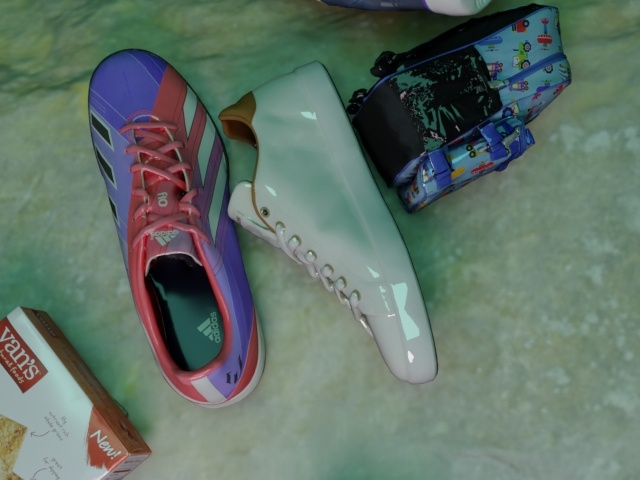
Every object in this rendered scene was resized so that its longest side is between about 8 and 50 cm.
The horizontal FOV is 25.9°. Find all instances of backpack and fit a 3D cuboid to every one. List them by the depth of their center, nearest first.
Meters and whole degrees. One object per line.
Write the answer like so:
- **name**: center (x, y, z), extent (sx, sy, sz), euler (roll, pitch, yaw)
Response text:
- **backpack**: center (0.125, -0.112, 1.118), extent (0.173, 0.158, 0.117), euler (-26, 86, -11)

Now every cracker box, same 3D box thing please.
- **cracker box**: center (-0.276, 0.186, 1.136), extent (0.232, 0.067, 0.156), euler (-40, 78, 2)

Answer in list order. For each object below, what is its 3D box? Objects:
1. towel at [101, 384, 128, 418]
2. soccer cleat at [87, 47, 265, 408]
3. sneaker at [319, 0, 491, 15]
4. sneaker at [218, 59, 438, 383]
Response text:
- **towel**: center (-0.207, 0.155, 1.171), extent (0.060, 0.009, 0.083), euler (42, 87, 11)
- **soccer cleat**: center (-0.123, -0.020, 1.139), extent (0.108, 0.116, 0.318), euler (-17, 78, 3)
- **sneaker**: center (0.081, -0.320, 1.169), extent (0.236, 0.130, 0.323), euler (16, 57, 30)
- **sneaker**: center (0.000, 0.000, 1.131), extent (0.123, 0.106, 0.290), euler (-22, 67, -4)
